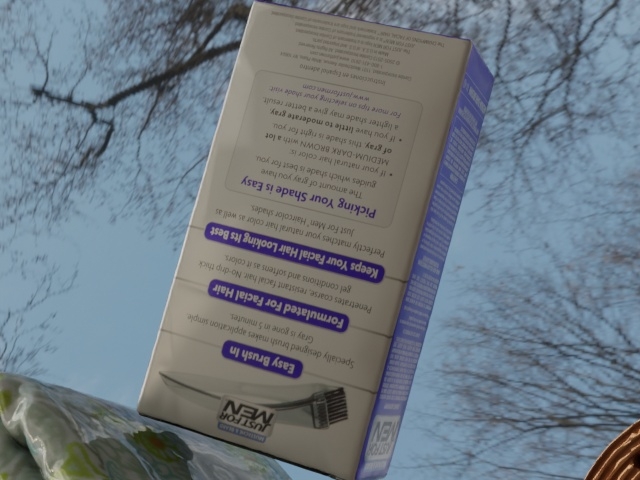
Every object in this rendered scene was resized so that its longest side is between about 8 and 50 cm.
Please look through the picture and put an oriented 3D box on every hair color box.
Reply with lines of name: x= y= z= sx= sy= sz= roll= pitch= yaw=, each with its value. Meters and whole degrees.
hair color box: x=0.000 y=0.000 z=0.942 sx=0.185 sy=0.110 sz=0.338 roll=15 pitch=-95 yaw=20

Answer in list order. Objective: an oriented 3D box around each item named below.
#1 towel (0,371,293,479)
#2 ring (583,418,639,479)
towel: x=-0.070 y=0.250 z=0.888 sx=0.090 sy=0.374 sz=0.320 roll=-50 pitch=-40 yaw=4
ring: x=0.343 y=0.290 z=0.960 sx=0.032 sy=0.337 sz=0.336 roll=5 pitch=-100 yaw=-44
